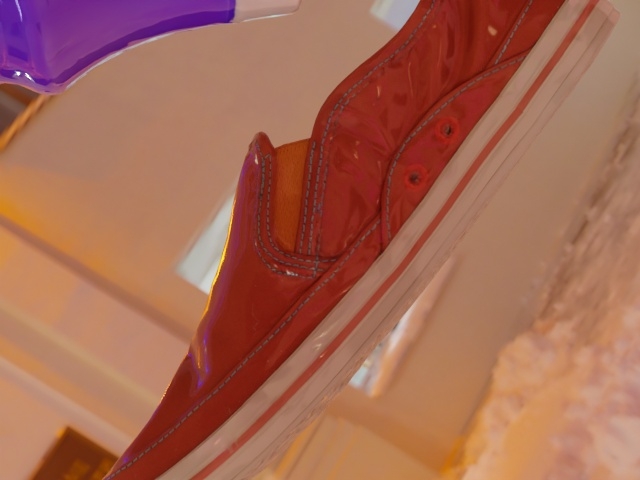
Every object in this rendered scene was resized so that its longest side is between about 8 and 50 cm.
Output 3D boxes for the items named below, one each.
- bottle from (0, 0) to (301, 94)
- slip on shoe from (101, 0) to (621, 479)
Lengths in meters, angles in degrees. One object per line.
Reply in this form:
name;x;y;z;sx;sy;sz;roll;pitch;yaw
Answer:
bottle;-0.148;-0.076;0.311;0.092;0.283;0.118;99;160;-62
slip on shoe;0.000;0.000;0.533;0.331;0.101;0.123;-53;-6;-3
